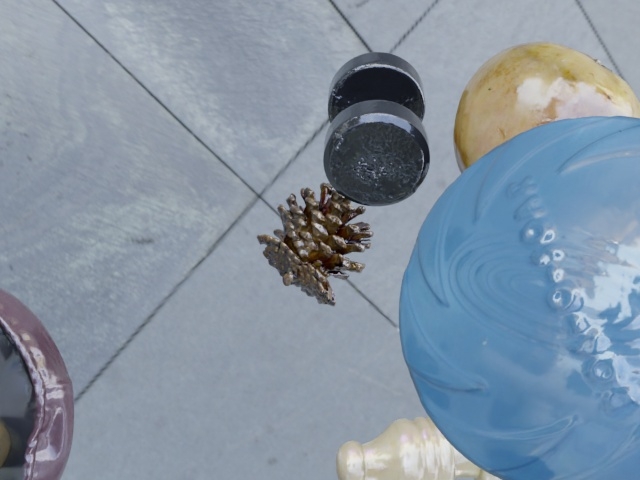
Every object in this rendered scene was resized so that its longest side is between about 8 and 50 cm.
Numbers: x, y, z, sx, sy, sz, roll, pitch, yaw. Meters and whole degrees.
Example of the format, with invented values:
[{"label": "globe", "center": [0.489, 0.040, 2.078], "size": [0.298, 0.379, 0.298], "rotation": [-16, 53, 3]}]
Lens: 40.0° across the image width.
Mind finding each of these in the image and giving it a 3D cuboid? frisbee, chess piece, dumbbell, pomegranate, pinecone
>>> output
[{"label": "frisbee", "center": [0.181, 0.038, 0.632], "size": [0.289, 0.289, 0.049], "rotation": [-58, 144, 3]}, {"label": "chess piece", "center": [0.175, 0.324, 1.348], "size": [0.307, 0.124, 0.138], "rotation": [-2, 99, -10]}, {"label": "dumbbell", "center": [0.083, -0.167, 1.297], "size": [0.153, 0.218, 0.152], "rotation": [2, 126, 2]}, {"label": "pomegranate", "center": [0.295, -0.124, 1.179], "size": [0.270, 0.252, 0.229], "rotation": [-61, 162, 17]}, {"label": "pinecone", "center": [-0.002, 0.001, 1.406], "size": [0.150, 0.179, 0.195], "rotation": [2, 115, -58]}]

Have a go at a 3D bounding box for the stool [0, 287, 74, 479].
[{"label": "stool", "center": [-0.369, 0.163, 0.752], "size": [0.272, 0.178, 0.271], "rotation": [1, 94, 8]}]
